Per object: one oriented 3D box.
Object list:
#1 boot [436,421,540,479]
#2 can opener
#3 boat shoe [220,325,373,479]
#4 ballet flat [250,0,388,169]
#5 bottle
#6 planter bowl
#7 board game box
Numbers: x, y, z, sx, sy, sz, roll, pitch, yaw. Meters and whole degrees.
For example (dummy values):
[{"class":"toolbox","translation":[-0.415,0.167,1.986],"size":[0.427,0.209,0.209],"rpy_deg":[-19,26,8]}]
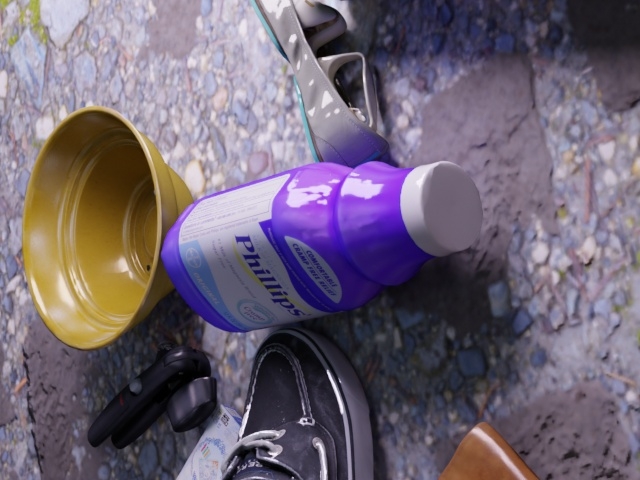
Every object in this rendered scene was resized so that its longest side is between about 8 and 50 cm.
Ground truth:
[{"class":"boot","translation":[0.111,0.291,1.091],"size":[0.280,0.096,0.264],"rpy_deg":[37,94,42]},{"class":"can opener","translation":[-0.157,0.145,1.468],"size":[0.186,0.059,0.073],"rpy_deg":[-34,46,43]},{"class":"boat shoe","translation":[-0.028,0.188,1.254],"size":[0.108,0.102,0.301],"rpy_deg":[-30,49,33]},{"class":"ballet flat","translation":[0.001,-0.148,1.321],"size":[0.068,0.072,0.213],"rpy_deg":[-27,66,14]},{"class":"bottle","translation":[0.000,0.000,1.266],"size":[0.283,0.092,0.118],"rpy_deg":[-14,122,46]},{"class":"planter bowl","translation":[-0.173,-0.009,1.473],"size":[0.217,0.090,0.217],"rpy_deg":[-3,86,48]},{"class":"board game box","translation":[-0.082,0.199,1.389],"size":[0.090,0.020,0.090],"rpy_deg":[-58,37,9]}]
